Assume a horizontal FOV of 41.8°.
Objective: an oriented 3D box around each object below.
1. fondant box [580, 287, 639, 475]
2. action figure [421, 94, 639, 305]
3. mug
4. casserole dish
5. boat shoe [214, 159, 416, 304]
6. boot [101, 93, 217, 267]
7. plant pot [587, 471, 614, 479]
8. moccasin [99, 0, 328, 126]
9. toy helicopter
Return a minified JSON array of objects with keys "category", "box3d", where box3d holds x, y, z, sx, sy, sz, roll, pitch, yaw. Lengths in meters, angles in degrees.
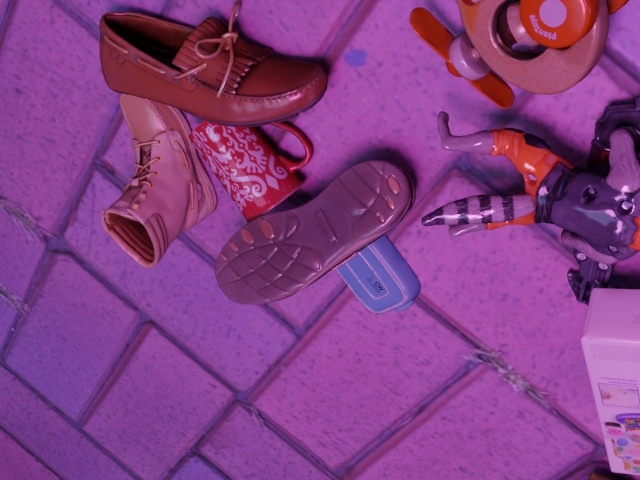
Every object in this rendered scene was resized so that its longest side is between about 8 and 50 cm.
[{"category":"fondant box","box3d":[0.506,0.209,1.143,0.239,0.096,0.330,0,134,29]},{"category":"action figure","box3d":[0.317,-0.016,1.097,0.330,0.178,0.341,11,128,24]},{"category":"mug","box3d":[-0.106,-0.134,1.318,0.169,0.150,0.113,51,167,-4]},{"category":"casserole dish","box3d":[0.080,0.048,1.362,0.114,0.037,0.188,-28,105,39]},{"category":"boat shoe","box3d":[0.000,0.000,1.277,0.356,0.130,0.132,-26,78,25]},{"category":"boot","box3d":[-0.285,-0.108,1.348,0.095,0.203,0.261,-7,118,32]},{"category":"plant pot","box3d":[0.500,0.506,1.310,0.254,0.276,0.276,29,131,25]},{"category":"moccasin","box3d":[-0.165,-0.268,1.234,0.380,0.139,0.146,21,138,27]},{"category":"toy helicopter","box3d":[0.185,-0.307,1.033,0.355,0.140,0.235,40,141,14]}]
